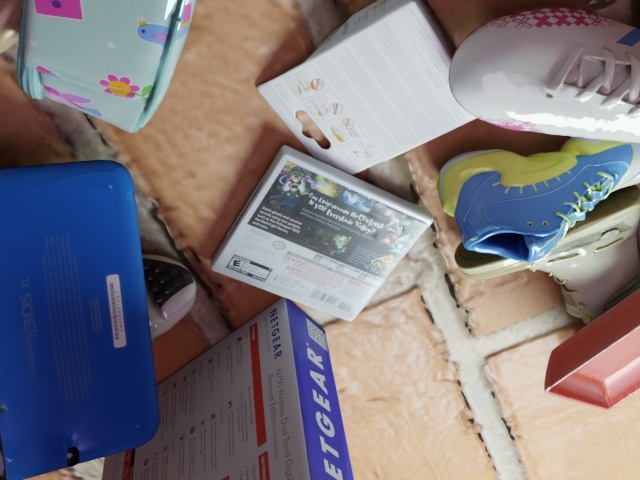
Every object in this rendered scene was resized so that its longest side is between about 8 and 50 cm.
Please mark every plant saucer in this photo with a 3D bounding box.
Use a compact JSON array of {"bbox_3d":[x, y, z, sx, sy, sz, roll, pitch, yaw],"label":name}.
[{"bbox_3d":[0.409,0.111,0.916,0.258,0.048,0.259,-41,145,19],"label":"plant saucer"}]

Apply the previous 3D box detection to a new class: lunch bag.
[{"bbox_3d":[-0.125,-0.229,0.513,0.108,0.224,0.279,16,140,-16],"label":"lunch bag"}]

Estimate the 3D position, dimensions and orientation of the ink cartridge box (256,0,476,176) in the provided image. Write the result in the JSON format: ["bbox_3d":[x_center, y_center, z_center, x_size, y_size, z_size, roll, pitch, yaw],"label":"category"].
[{"bbox_3d":[0.051,-0.148,0.740,0.179,0.045,0.145,-21,128,29],"label":"ink cartridge box"}]

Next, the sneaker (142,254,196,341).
[{"bbox_3d":[-0.261,0.115,0.841,0.292,0.110,0.118,-29,148,6],"label":"sneaker"}]

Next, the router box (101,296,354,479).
[{"bbox_3d":[-0.113,0.263,0.811,0.301,0.335,0.082,-36,122,16],"label":"router box"}]

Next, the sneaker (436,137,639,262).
[{"bbox_3d":[0.246,-0.036,0.776,0.240,0.126,0.091,-8,153,5],"label":"sneaker"}]

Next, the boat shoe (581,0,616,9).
[{"bbox_3d":[0.235,-0.284,0.663,0.056,0.048,0.153,-19,120,11],"label":"boat shoe"}]

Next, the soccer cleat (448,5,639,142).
[{"bbox_3d":[0.285,-0.145,0.680,0.331,0.143,0.116,1,109,-19],"label":"soccer cleat"}]

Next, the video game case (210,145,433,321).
[{"bbox_3d":[0.000,0.000,0.831,0.190,0.022,0.173,23,122,-22],"label":"video game case"}]

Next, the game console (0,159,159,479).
[{"bbox_3d":[-0.318,0.073,0.748,0.250,0.173,0.293,-9,100,-30],"label":"game console"}]

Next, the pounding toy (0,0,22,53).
[{"bbox_3d":[-0.272,-0.274,0.503,0.154,0.155,0.269,-42,116,0],"label":"pounding toy"}]

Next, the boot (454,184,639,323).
[{"bbox_3d":[0.274,0.034,0.872,0.213,0.077,0.165,-21,128,6],"label":"boot"}]
